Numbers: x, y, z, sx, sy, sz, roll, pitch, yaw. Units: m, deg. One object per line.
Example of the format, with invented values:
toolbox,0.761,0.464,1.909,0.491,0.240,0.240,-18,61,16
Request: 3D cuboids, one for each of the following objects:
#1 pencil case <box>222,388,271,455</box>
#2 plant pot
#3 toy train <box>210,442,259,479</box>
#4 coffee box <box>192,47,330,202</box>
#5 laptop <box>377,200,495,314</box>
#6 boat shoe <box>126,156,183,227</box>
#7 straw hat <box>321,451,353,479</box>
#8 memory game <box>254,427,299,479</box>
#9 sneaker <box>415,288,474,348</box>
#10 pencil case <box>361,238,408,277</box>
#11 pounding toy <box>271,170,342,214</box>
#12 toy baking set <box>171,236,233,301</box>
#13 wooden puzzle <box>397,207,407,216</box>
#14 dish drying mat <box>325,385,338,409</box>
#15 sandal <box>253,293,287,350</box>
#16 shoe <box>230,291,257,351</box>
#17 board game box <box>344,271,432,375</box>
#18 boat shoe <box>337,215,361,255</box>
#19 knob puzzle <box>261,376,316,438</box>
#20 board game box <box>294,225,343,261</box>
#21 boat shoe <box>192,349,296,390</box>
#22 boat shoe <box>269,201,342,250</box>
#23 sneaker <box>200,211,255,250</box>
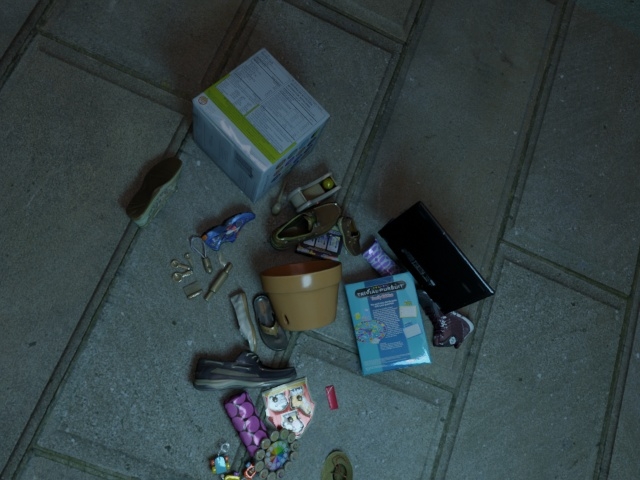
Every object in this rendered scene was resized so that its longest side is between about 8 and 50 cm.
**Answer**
pencil case,-0.246,0.621,1.787,0.098,0.095,0.209,-25,86,-34
plant pot,-0.057,0.193,1.844,0.291,0.291,0.203,-9,97,-15
toy train,-0.291,0.765,1.767,0.166,0.046,0.125,40,71,-5
coffee box,-0.223,-0.404,1.890,0.338,0.337,0.334,45,71,1
laptop,0.419,0.040,1.878,0.236,0.408,0.382,-38,88,-33
boat shoe,-0.593,-0.178,1.894,0.105,0.089,0.285,25,69,21
straw hat,0.075,0.818,1.826,0.061,0.144,0.144,34,67,-46
memory game,-0.146,0.731,1.775,0.186,0.012,0.186,-7,100,-39
sneaker,0.448,0.318,2.009,0.281,0.106,0.162,35,75,-4
pencil case,0.254,0.096,2.019,0.088,0.086,0.206,-45,91,8
pounding toy,-0.068,-0.192,1.975,0.269,0.154,0.155,-32,87,-18
toy baking set,-0.422,0.091,1.893,0.197,0.030,0.256,39,72,-2
wooden puzzle,0.344,-0.099,2.127,0.083,0.006,0.049,-28,85,-17
dish drying mat,0.042,0.574,1.905,0.032,0.008,0.083,-10,80,-16
sandal,-0.182,0.296,1.887,0.090,0.060,0.219,-16,82,-16
shoe,-0.272,0.293,1.863,0.058,0.076,0.219,-13,73,-12
board game box,0.249,0.303,1.926,0.254,0.079,0.336,-12,82,7
boat shoe,0.121,-0.013,1.989,0.064,0.060,0.178,-50,128,-40
knob puzzle,-0.102,0.606,1.853,0.213,0.030,0.213,3,77,-13
board game box,0.000,0.000,2.003,0.170,0.048,0.141,17,72,-9
boat shoe,-0.257,0.444,1.800,0.355,0.132,0.130,0,76,-14
boat shoe,-0.041,-0.056,1.926,0.307,0.104,0.110,-32,84,-19
sneaker,-0.331,-0.037,1.924,0.221,0.083,0.087,-33,105,-21
